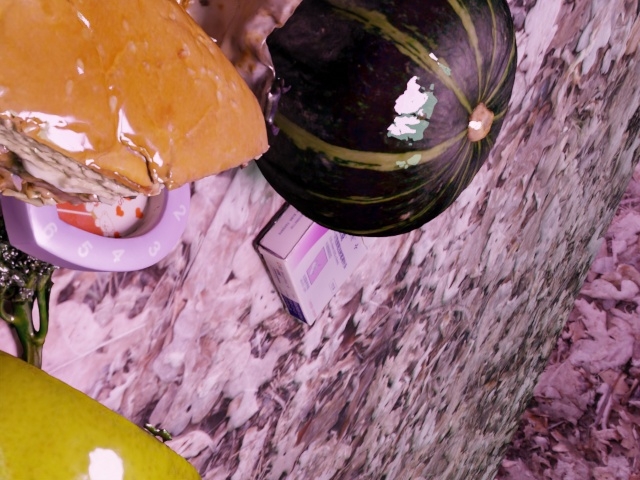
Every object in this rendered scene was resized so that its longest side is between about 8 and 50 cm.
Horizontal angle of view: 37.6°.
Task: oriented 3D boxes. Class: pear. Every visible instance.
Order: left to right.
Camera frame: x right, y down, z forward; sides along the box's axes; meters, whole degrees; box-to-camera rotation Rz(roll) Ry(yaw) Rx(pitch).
[{"bbox_3d":[-0.277,0.297,0.869,0.318,0.238,0.342,-59,155,-21],"label":"pear"}]

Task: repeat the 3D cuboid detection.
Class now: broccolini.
[{"bbox_3d":[-0.266,0.065,0.842,0.058,0.074,0.201,-56,162,-49],"label":"broccolini"}]

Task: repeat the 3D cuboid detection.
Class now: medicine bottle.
[{"bbox_3d":[0.000,0.000,1.254,0.171,0.052,0.201,-51,154,-19],"label":"medicine bottle"}]

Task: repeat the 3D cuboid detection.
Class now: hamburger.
[{"bbox_3d":[-0.166,-0.104,0.638,0.282,0.155,0.245,-42,124,-44],"label":"hamburger"}]

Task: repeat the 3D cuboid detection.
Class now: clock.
[{"bbox_3d":[-0.201,-0.052,0.779,0.172,0.064,0.198,-56,130,-38],"label":"clock"}]

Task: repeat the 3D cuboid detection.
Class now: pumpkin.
[{"bbox_3d":[0.069,-0.159,0.997,0.323,0.241,0.323,-41,150,-30],"label":"pumpkin"}]

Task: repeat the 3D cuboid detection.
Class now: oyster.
[{"bbox_3d":[-0.082,-0.202,0.781,0.198,0.133,0.337,-11,142,-10],"label":"oyster"}]
